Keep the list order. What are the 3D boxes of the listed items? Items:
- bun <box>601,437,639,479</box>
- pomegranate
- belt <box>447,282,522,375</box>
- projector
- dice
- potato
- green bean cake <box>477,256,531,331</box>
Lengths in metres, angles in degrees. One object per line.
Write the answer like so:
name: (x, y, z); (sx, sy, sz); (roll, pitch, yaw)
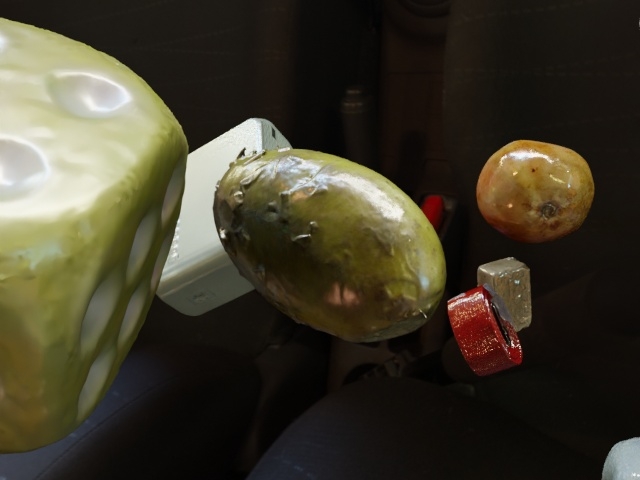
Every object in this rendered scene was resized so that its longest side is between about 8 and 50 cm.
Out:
bun: (0.661, 0.532, 1.199); (0.194, 0.354, 0.354); (-45, 67, 10)
pomegranate: (0.489, -0.123, 1.498); (0.252, 0.270, 0.228); (1, 115, -7)
belt: (0.372, 0.211, 1.491); (0.124, 0.128, 0.200); (-30, 66, 31)
projector: (-0.132, -0.038, 0.933); (0.198, 0.108, 0.250); (-27, 44, 20)
dice: (-0.242, -0.010, 0.466); (0.233, 0.238, 0.226); (19, 131, -4)
potato: (0.000, 0.000, 0.555); (0.251, 0.113, 0.149); (35, 113, 38)
green bean cake: (0.458, 0.141, 1.601); (0.085, 0.109, 0.179); (-143, 44, -65)
